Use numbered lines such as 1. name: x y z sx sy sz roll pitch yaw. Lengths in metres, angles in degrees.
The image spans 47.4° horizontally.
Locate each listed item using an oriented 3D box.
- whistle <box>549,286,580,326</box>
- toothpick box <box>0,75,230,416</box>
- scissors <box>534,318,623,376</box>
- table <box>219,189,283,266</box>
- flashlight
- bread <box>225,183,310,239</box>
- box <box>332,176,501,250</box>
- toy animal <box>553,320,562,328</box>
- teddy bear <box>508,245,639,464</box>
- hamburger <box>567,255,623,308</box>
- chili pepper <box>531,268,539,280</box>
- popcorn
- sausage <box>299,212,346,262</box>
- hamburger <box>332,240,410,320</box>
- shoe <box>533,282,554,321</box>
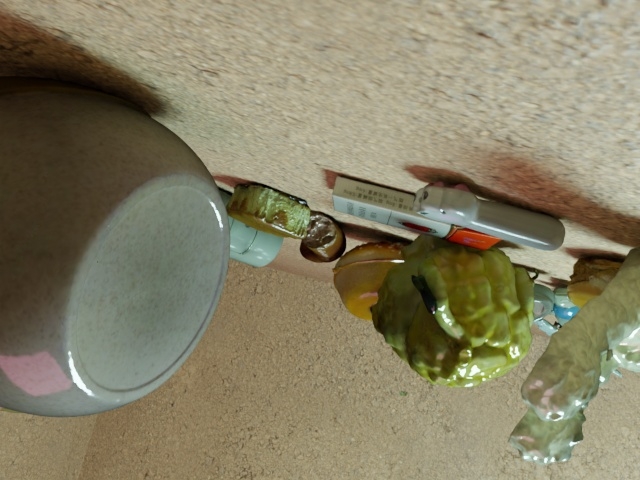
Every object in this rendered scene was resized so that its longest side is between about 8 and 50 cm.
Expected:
1. whistle: 0.508 0.136 1.483 0.113 0.077 0.235 0 164 25
2. toothpick box: -0.369 -0.005 0.921 0.425 0.409 0.409 19 175 25
3. scissors: 0.509 0.194 1.634 0.383 0.029 0.256 33 177 -6
4. table: -0.192 -0.030 1.500 0.126 0.127 0.220 10 171 40
5. flashlight: 0.213 -0.031 0.904 0.200 0.048 0.093 15 174 -14
6. bread: -0.096 -0.053 1.334 0.140 0.069 0.127 21 173 -32
7. box: 0.138 -0.037 1.069 0.245 0.035 0.139 16 173 3
8. toy animal: 0.640 0.210 1.695 0.185 0.094 0.214 18 177 9
9. teddy bear: 0.472 0.164 0.821 0.362 0.375 0.328 31 150 29
10. hamburger: 0.446 0.076 1.097 0.147 0.083 0.138 23 175 -27
11. chili pepper: 0.370 0.092 1.452 0.073 0.072 0.204 -2 178 -35
12. popcorn: 0.220 0.105 1.211 0.237 0.293 0.293 -22 -172 -20
13. sausage: 0.005 0.002 1.532 0.102 0.076 0.302 23 172 3
14. hamburger: 0.132 0.076 1.502 0.236 0.148 0.237 -4 154 -2
15. shoe: 0.313 0.133 1.380 0.250 0.100 0.103 -3 134 16
